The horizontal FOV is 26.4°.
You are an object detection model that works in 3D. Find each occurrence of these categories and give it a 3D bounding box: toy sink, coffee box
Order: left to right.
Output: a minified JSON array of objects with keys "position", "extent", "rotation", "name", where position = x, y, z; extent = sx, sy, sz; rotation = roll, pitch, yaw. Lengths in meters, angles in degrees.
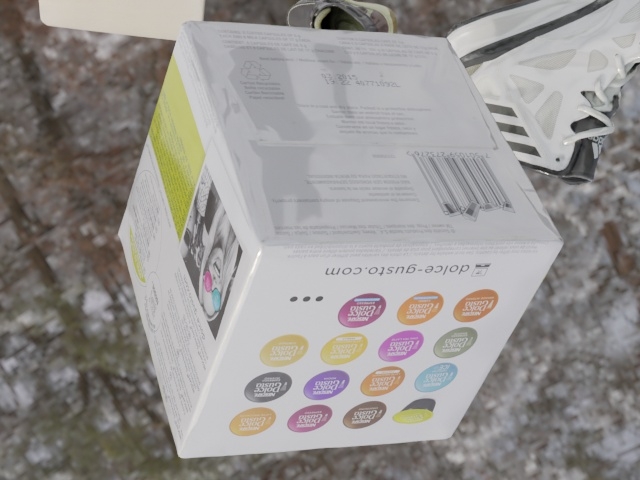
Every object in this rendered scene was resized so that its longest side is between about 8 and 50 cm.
[{"position":[-0.276,-0.390,1.946],"extent":[0.234,0.153,0.131],"rotation":[5,-122,-5],"name":"toy sink"},{"position":[0.000,0.000,1.499],"extent":[0.337,0.334,0.338],"rotation":[0,-135,-25],"name":"coffee box"}]

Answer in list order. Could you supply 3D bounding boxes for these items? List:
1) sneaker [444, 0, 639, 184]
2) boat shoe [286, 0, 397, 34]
[{"position":[0.392,-0.214,1.796],"extent":[0.447,0.258,0.169],"rotation":[-16,169,30],"name":"sneaker"},{"position":[0.020,-0.348,2.161],"extent":[0.223,0.080,0.073],"rotation":[17,-159,41],"name":"boat shoe"}]
